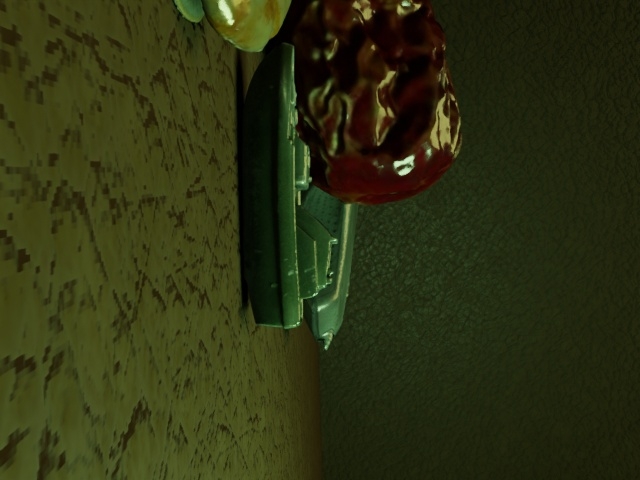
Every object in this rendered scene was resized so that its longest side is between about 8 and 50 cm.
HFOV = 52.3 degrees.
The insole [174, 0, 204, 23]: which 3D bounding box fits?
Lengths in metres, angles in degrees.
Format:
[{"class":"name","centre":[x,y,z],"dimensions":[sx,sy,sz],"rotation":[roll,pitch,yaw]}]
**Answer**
[{"class":"insole","centre":[-0.076,-0.179,0.419],"dimensions":[0.188,0.004,0.064],"rotation":[-89,178,-61]}]

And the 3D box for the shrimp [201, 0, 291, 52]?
[{"class":"shrimp","centre":[-0.052,-0.261,0.396],"dimensions":[0.154,0.062,0.294],"rotation":[45,40,-70]}]

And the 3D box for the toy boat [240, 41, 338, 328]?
[{"class":"toy boat","centre":[-0.028,-0.051,0.593],"dimensions":[0.078,0.085,0.261],"rotation":[64,25,-85]}]

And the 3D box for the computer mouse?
[{"class":"computer mouse","centre":[0.000,0.000,1.094],"dimensions":[0.188,0.121,0.371],"rotation":[77,18,-66]}]

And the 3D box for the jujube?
[{"class":"jujube","centre":[0.056,-0.236,0.904],"dimensions":[0.276,0.276,0.377],"rotation":[80,4,-81]}]
